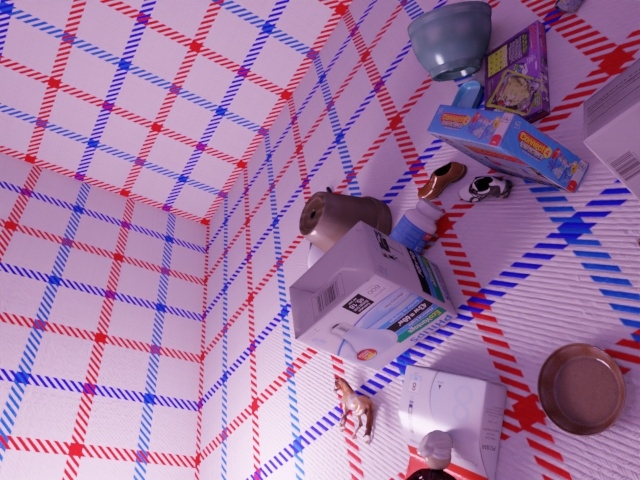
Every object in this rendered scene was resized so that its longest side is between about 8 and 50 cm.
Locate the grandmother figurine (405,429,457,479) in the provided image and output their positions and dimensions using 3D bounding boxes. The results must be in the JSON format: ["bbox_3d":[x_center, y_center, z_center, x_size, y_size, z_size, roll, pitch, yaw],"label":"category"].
[{"bbox_3d":[0.291,0.655,1.217,0.208,0.104,0.342,-5,78,36],"label":"grandmother figurine"}]

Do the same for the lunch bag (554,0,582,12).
[{"bbox_3d":[0.750,-0.732,1.462,0.071,0.053,0.083,-57,21,19],"label":"lunch bag"}]

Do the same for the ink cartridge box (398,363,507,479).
[{"bbox_3d":[0.325,0.549,1.306,0.308,0.091,0.385,-9,63,59],"label":"ink cartridge box"}]

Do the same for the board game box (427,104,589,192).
[{"bbox_3d":[0.498,-0.254,1.315,0.086,0.302,0.308,-64,29,8],"label":"board game box"}]

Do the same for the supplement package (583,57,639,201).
[{"bbox_3d":[0.676,-0.245,1.001,0.175,0.177,0.293,-43,4,40],"label":"supplement package"}]

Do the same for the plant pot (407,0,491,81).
[{"bbox_3d":[0.469,-0.687,1.726,0.293,0.293,0.196,-3,96,60],"label":"plant pot"}]

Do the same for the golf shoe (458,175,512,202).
[{"bbox_3d":[0.489,-0.169,1.497,0.198,0.094,0.077,-7,67,61],"label":"golf shoe"}]

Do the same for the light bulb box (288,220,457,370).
[{"bbox_3d":[0.155,0.186,1.505,0.358,0.361,0.225,-44,36,28],"label":"light bulb box"}]

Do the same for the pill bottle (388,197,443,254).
[{"bbox_3d":[0.321,-0.031,1.665,0.221,0.124,0.124,-58,30,21],"label":"pill bottle"}]

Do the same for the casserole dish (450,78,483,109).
[{"bbox_3d":[0.514,-0.479,1.721,0.188,0.037,0.114,-65,28,5],"label":"casserole dish"}]

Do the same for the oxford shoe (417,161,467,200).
[{"bbox_3d":[0.405,-0.212,1.693,0.212,0.076,0.076,-42,40,43],"label":"oxford shoe"}]

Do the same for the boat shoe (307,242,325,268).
[{"bbox_3d":[0.000,0.000,2.226,0.102,0.108,0.301,-7,63,59],"label":"boat shoe"}]

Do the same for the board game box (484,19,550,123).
[{"bbox_3d":[0.620,-0.505,1.545,0.208,0.056,0.347,-28,48,56],"label":"board game box"}]

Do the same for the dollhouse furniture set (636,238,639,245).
[{"bbox_3d":[0.736,-0.021,0.891,0.242,0.161,0.212,-39,72,27],"label":"dollhouse furniture set"}]

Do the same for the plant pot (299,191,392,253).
[{"bbox_3d":[0.079,-0.062,1.948,0.323,0.280,0.323,-41,38,42],"label":"plant pot"}]

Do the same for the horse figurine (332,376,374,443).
[{"bbox_3d":[0.119,0.586,1.668,0.263,0.066,0.174,-1,77,63],"label":"horse figurine"}]

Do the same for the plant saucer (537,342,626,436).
[{"bbox_3d":[0.577,0.328,1.068,0.198,0.036,0.199,-39,41,44],"label":"plant saucer"}]

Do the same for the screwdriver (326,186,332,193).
[{"bbox_3d":[0.053,-0.206,2.362,0.025,0.024,0.170,-26,45,12],"label":"screwdriver"}]
